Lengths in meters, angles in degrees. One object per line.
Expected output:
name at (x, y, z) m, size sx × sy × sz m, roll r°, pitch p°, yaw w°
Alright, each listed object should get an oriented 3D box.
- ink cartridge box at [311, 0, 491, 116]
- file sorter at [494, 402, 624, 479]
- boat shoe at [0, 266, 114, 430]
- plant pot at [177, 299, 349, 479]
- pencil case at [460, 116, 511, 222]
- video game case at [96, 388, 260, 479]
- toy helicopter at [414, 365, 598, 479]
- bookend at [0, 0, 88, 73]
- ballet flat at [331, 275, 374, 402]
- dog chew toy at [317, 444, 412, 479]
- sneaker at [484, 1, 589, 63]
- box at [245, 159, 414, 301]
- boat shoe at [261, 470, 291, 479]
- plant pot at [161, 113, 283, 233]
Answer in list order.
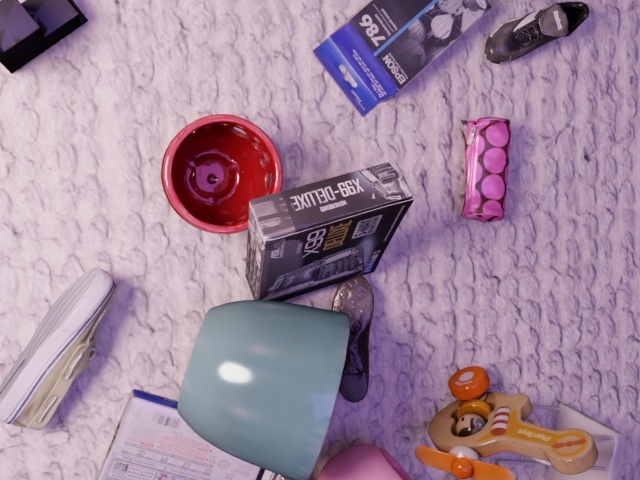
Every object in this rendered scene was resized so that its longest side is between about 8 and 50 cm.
ink cartridge box at (0.159, -0.404, 1.210) m, size 0.332 × 0.065 × 0.165 m, roll -44°, pitch 106°, yaw -8°
file sorter at (0.471, 0.496, 1.317) m, size 0.173 × 0.193 × 0.278 m, roll 10°, pitch 92°, yaw -15°
boat shoe at (-0.432, 0.183, 1.068) m, size 0.094 × 0.109 × 0.302 m, roll 36°, pitch 93°, yaw -32°
plant pot at (-0.104, 0.234, 1.077) m, size 0.235 × 0.293 × 0.293 m, roll 16°, pitch 90°, yaw -3°
pencil case at (0.326, -0.141, 1.270) m, size 0.098 × 0.095 × 0.209 m, roll -3°, pitch 95°, yaw -52°
video game case at (-0.258, 0.427, 1.151) m, size 0.269 × 0.061 × 0.244 m, roll 23°, pitch 87°, yaw -18°
toy helicopter at (0.336, 0.369, 1.176) m, size 0.235 × 0.355 × 0.140 m, roll -33°, pitch 104°, yaw -30°
bookend at (-0.449, -0.343, 0.977) m, size 0.156 × 0.157 × 0.072 m, roll -40°, pitch 105°, yaw -10°
ballet flat at (0.065, 0.190, 1.240) m, size 0.084 × 0.058 × 0.250 m, roll -2°, pitch 90°, yaw 5°
dog chew toy at (0.029, 0.544, 1.185) m, size 0.332 × 0.206 × 0.206 m, roll -44°, pitch 105°, yaw -1°
sneaker at (0.439, -0.426, 1.271) m, size 0.234 × 0.106 × 0.078 m, roll -27°, pitch 101°, yaw -13°
box at (0.000, 0.000, 1.072) m, size 0.242 × 0.307 × 0.076 m, roll -17°, pitch 69°, yaw -16°
boat shoe at (-0.072, 0.465, 1.179) m, size 0.228 × 0.076 × 0.080 m, roll -59°, pitch 151°, yaw -17°
plant pot at (-0.173, -0.110, 1.072) m, size 0.191 × 0.174 × 0.191 m, roll -1°, pitch 95°, yaw -16°
